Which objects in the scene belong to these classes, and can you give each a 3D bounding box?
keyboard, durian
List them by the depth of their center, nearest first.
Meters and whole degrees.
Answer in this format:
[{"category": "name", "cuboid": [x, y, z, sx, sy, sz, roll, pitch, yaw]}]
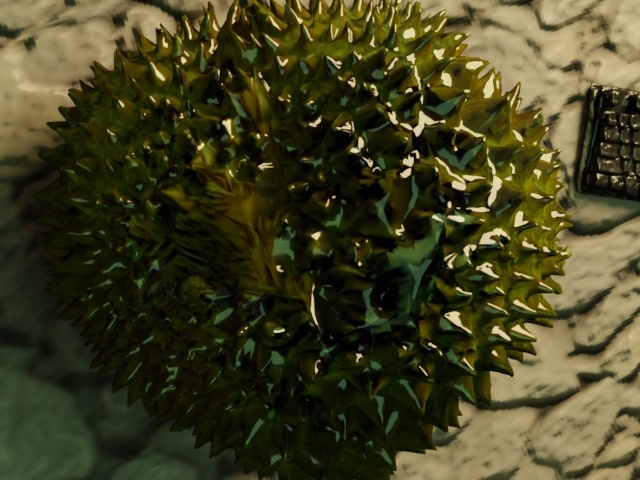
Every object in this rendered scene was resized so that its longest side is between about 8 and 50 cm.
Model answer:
[{"category": "durian", "cuboid": [0.002, 0.002, 0.937, 0.291, 0.224, 0.291, -4, 99, -23]}, {"category": "keyboard", "cuboid": [0.269, -0.053, 1.194, 0.231, 0.023, 0.072, 7, 94, -29]}]
